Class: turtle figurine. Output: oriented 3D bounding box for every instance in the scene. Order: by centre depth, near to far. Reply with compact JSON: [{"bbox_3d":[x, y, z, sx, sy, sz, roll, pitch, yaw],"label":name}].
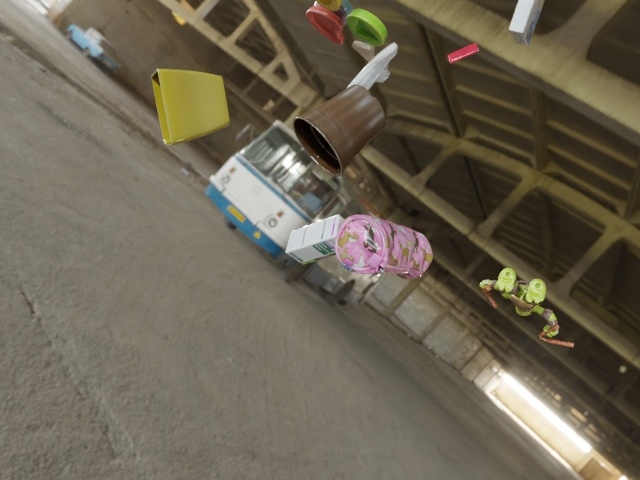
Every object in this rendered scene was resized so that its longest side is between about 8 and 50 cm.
[{"bbox_3d":[0.505,0.146,1.379,0.270,0.087,0.217,39,-6,30],"label":"turtle figurine"}]

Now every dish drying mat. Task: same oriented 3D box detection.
[{"bbox_3d":[0.403,-0.528,1.607,0.008,0.083,0.032,42,33,-55],"label":"dish drying mat"}]

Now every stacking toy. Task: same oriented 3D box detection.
[{"bbox_3d":[0.098,-0.704,1.729,0.280,0.130,0.309,34,-4,-2],"label":"stacking toy"}]

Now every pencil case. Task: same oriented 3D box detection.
[{"bbox_3d":[0.193,0.027,1.637,0.160,0.167,0.386,6,-1,30],"label":"pencil case"}]

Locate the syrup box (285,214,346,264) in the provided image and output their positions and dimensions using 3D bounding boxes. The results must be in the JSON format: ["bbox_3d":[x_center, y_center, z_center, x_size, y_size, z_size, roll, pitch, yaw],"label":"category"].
[{"bbox_3d":[0.000,0.000,1.971,0.237,0.096,0.093,-17,-42,41],"label":"syrup box"}]

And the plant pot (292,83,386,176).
[{"bbox_3d":[0.052,-0.262,1.310,0.167,0.165,0.167,46,-13,14],"label":"plant pot"}]

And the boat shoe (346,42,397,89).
[{"bbox_3d":[0.147,-0.444,1.511,0.063,0.184,0.066,42,35,-12],"label":"boat shoe"}]

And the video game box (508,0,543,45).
[{"bbox_3d":[0.597,-0.674,1.608,0.048,0.205,0.187,22,15,23],"label":"video game box"}]

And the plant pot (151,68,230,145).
[{"bbox_3d":[-0.386,-0.405,1.714,0.212,0.187,0.212,-155,-125,-67],"label":"plant pot"}]
